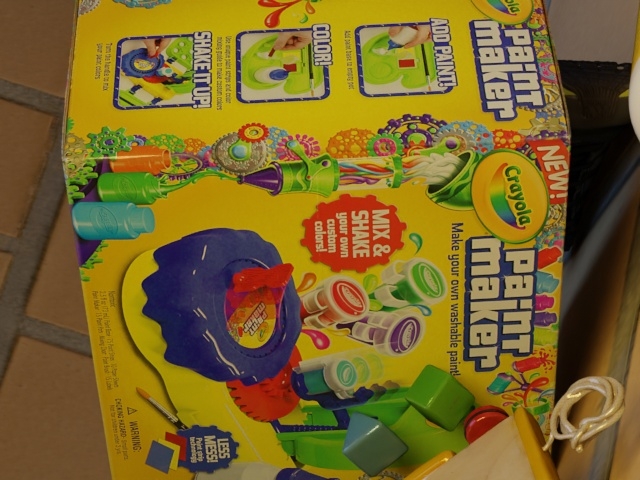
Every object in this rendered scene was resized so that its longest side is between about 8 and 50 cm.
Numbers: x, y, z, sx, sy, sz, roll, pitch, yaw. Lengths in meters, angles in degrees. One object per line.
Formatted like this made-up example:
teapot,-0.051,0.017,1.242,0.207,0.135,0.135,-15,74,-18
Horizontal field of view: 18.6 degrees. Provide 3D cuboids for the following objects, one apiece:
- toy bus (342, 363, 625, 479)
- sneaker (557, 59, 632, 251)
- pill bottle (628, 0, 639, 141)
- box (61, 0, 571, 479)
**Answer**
toy bus,0.089,0.178,1.092,0.202,0.104,0.191,-1,54,50
sneaker,0.160,-0.053,1.359,0.300,0.111,0.121,122,149,-79
pill bottle,0.193,-0.086,0.879,0.103,0.103,0.184,112,174,-49
box,0.000,0.000,1.197,0.177,0.279,0.290,-94,0,-48
